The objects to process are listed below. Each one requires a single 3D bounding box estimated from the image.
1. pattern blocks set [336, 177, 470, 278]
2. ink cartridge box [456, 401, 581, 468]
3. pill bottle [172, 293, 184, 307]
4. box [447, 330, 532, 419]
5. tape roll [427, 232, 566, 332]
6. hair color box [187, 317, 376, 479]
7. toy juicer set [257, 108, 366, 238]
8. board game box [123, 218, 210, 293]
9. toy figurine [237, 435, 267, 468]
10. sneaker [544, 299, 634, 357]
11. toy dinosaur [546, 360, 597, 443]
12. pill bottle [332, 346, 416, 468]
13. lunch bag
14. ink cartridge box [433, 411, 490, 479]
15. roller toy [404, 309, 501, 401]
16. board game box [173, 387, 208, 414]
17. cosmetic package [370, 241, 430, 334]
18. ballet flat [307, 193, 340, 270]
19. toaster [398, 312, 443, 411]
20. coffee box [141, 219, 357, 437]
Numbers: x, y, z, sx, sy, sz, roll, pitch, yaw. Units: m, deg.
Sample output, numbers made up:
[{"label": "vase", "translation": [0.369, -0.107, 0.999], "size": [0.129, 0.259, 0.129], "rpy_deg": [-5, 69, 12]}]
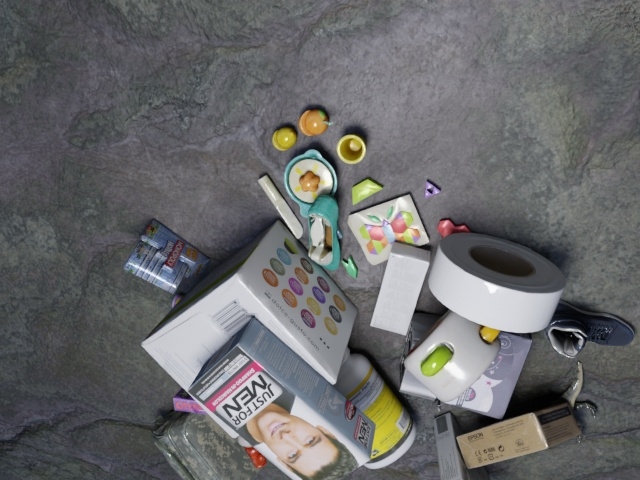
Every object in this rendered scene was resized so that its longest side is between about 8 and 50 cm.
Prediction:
[{"label": "pattern blocks set", "translation": [0.173, -0.025, 1.460], "size": [0.325, 0.026, 0.285], "rpy_deg": [-36, 99, 25]}, {"label": "ink cartridge box", "translation": [0.494, 0.488, 1.459], "size": [0.235, 0.193, 0.088], "rpy_deg": [-35, 63, 38]}, {"label": "pill bottle", "translation": [-0.384, 0.188, 1.689], "size": [0.083, 0.043, 0.043], "rpy_deg": [19, 115, 7]}, {"label": "box", "translation": [0.410, 0.294, 1.460], "size": [0.164, 0.142, 0.247], "rpy_deg": [15, 114, 9]}, {"label": "tape roll", "translation": [0.391, 0.086, 1.304], "size": [0.286, 0.286, 0.100], "rpy_deg": [15, 114, 9]}, {"label": "hair color box", "translation": [-0.079, 0.368, 1.272], "size": [0.374, 0.113, 0.185], "rpy_deg": [42, 115, -8]}, {"label": "toy juicer set", "translation": [-0.053, -0.170, 1.428], "size": [0.209, 0.089, 0.329], "rpy_deg": [38, 116, -2]}, {"label": "board game box", "translation": [-0.405, 0.051, 1.582], "size": [0.194, 0.194, 0.060], "rpy_deg": [29, 118, -13]}, {"label": "toy figurine", "translation": [-0.115, 0.528, 1.659], "size": [0.210, 0.213, 0.148], "rpy_deg": [-3, 126, 16]}, {"label": "sneaker", "translation": [0.630, 0.225, 1.362], "size": [0.226, 0.163, 0.086], "rpy_deg": [17, 113, 6]}, {"label": "toy dinosaur", "translation": [0.640, 0.446, 1.507], "size": [0.118, 0.064, 0.268], "rpy_deg": [31, 113, 9]}, {"label": "pill bottle", "translation": [0.095, 0.432, 1.577], "size": [0.188, 0.188, 0.334], "rpy_deg": [-33, 100, 24]}, {"label": "lunch bag", "translation": [-0.355, 0.642, 1.784], "size": [0.256, 0.212, 0.305], "rpy_deg": [-26, 102, 40]}, {"label": "ink cartridge box", "translation": [0.385, 0.626, 1.526], "size": [0.060, 0.275, 0.238], "rpy_deg": [-28, 104, 14]}, {"label": "roller toy", "translation": [0.297, 0.251, 1.288], "size": [0.146, 0.209, 0.191], "rpy_deg": [43, 157, 10]}, {"label": "board game box", "translation": [-0.210, 0.423, 1.646], "size": [0.347, 0.208, 0.056], "rpy_deg": [3, 114, 14]}, {"label": "cosmetic package", "translation": [0.200, 0.124, 1.475], "size": [0.099, 0.060, 0.239], "rpy_deg": [14, 124, 4]}, {"label": "ballet flat", "translation": [0.000, 0.000, 1.445], "size": [0.083, 0.087, 0.247], "rpy_deg": [19, 136, 22]}, {"label": "toaster", "translation": [0.268, 0.299, 1.478], "size": [0.110, 0.185, 0.168], "rpy_deg": [11, 115, 3]}, {"label": "coffee box", "translation": [-0.159, 0.215, 1.475], "size": [0.338, 0.334, 0.337], "rpy_deg": [-36, 101, 24]}]
